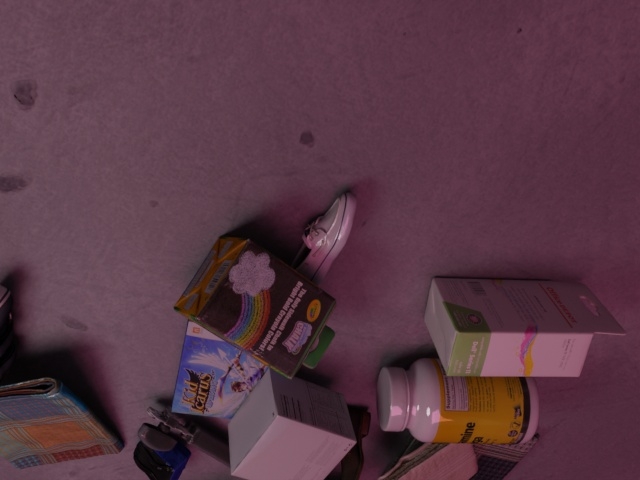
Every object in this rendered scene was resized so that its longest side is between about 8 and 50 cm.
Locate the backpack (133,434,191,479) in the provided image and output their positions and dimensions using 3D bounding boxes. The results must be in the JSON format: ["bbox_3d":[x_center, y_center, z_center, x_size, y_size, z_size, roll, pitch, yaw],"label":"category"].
[{"bbox_3d":[-0.382,0.519,1.473,0.120,0.101,0.098,33,113,14],"label":"backpack"}]

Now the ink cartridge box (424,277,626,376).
[{"bbox_3d":[0.420,0.181,1.294,0.353,0.207,0.119,2,118,-6],"label":"ink cartridge box"}]

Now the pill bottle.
[{"bbox_3d":[0.305,0.365,1.399,0.334,0.188,0.188,4,119,-7],"label":"pill bottle"}]

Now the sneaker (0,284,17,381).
[{"bbox_3d":[-0.681,0.218,1.258,0.127,0.126,0.321,36,121,-18],"label":"sneaker"}]

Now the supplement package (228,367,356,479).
[{"bbox_3d":[-0.068,0.423,1.353,0.203,0.149,0.194,26,112,-25],"label":"supplement package"}]

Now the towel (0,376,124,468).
[{"bbox_3d":[-0.625,0.415,1.352,0.271,0.040,0.370,-9,141,1],"label":"towel"}]

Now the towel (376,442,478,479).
[{"bbox_3d":[0.260,0.573,1.493,0.282,0.049,0.187,-27,126,-16],"label":"towel"}]

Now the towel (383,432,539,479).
[{"bbox_3d":[0.356,0.566,1.607,0.324,0.056,0.312,18,119,-18],"label":"towel"}]

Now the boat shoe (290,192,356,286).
[{"bbox_3d":[0.000,0.000,1.221,0.076,0.083,0.226,16,118,-15],"label":"boat shoe"}]

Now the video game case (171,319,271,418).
[{"bbox_3d":[-0.193,0.288,1.380,0.244,0.061,0.269,11,118,-10],"label":"video game case"}]

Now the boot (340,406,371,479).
[{"bbox_3d":[0.046,0.493,1.445,0.106,0.219,0.082,21,139,-6],"label":"boot"}]

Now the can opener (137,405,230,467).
[{"bbox_3d":[-0.306,0.472,1.449,0.280,0.074,0.093,38,77,-31],"label":"can opener"}]

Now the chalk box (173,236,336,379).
[{"bbox_3d":[-0.105,0.143,1.206,0.289,0.179,0.180,38,75,-23],"label":"chalk box"}]
